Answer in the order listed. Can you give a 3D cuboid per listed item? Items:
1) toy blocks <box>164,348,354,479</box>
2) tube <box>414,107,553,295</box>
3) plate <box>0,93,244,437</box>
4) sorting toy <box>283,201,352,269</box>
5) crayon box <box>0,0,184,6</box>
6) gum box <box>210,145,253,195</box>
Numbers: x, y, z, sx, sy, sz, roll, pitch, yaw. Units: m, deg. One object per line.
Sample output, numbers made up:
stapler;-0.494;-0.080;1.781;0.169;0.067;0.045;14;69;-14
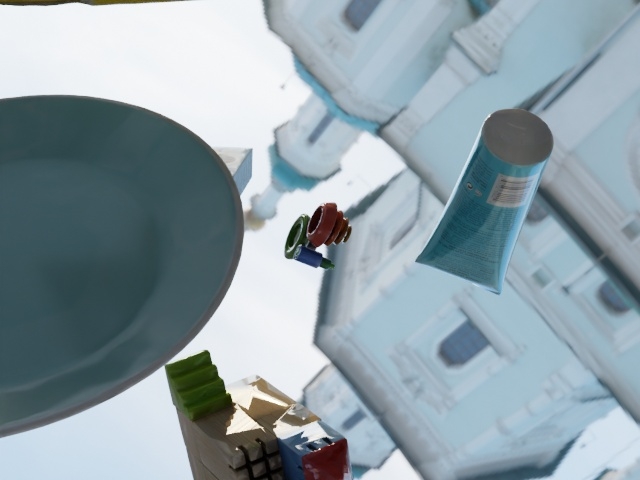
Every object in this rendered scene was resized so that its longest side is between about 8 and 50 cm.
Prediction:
toy blocks;-0.022;0.312;0.984;0.191;0.261;0.381;-18;-71;-25
tube;0.130;-0.019;0.801;0.080;0.207;0.052;25;-122;9
plate;-0.122;0.006;0.393;0.188;0.024;0.188;-1;-135;1
sorting toy;0.000;0.000;1.028;0.042;0.102;0.061;23;-114;-19
crayon box;0.005;-0.205;0.394;0.318;0.202;0.081;-4;-150;-7
gum box;-0.163;-0.074;1.138;0.157;0.041;0.184;2;-166;2
